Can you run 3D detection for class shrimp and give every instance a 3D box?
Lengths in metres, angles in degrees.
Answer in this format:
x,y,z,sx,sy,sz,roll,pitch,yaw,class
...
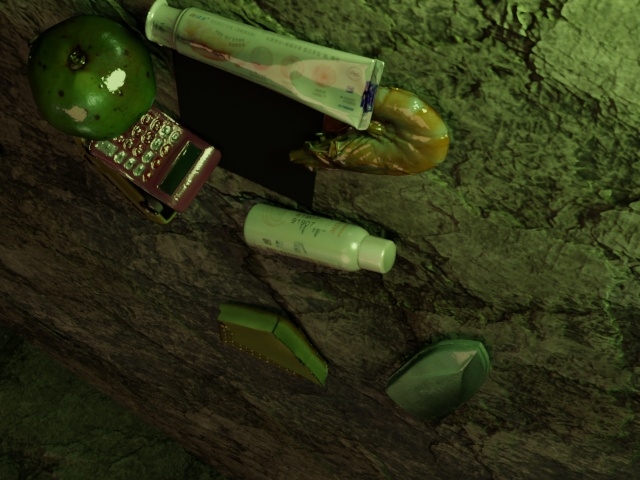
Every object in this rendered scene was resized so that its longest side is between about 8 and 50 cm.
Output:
x,y,z,sx,sy,sz,roll,pitch,yaw,class
0.048,-0.148,1.263,0.287,0.063,0.152,-1,140,40,shrimp

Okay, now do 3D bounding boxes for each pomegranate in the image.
x,y,z,sx,sy,sz,roll,pitch,yaw,class
-0.330,-0.232,1.359,0.187,0.187,0.225,27,174,0,pomegranate

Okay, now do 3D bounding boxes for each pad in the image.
x,y,z,sx,sy,sz,roll,pitch,yaw,class
-0.112,-0.186,1.411,0.248,0.007,0.367,23,154,8,pad

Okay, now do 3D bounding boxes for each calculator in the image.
x,y,z,sx,sy,sz,roll,pitch,yaw,class
-0.270,-0.145,1.498,0.191,0.126,0.034,35,177,-10,calculator

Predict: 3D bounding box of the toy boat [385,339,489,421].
x,y,z,sx,sy,sz,roll,pitch,yaw,class
0.242,0.265,1.812,0.141,0.092,0.319,30,147,-3,toy boat

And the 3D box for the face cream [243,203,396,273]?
x,y,z,sx,sy,sz,roll,pitch,yaw,class
0.000,0.000,1.560,0.269,0.082,0.082,13,151,26,face cream

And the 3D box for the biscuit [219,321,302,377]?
x,y,z,sx,sy,sz,roll,pitch,yaw,class
-0.147,0.272,2.274,0.232,0.016,0.139,24,155,8,biscuit

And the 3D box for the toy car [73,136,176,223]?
x,y,z,sx,sy,sz,roll,pitch,yaw,class
-0.340,-0.141,1.605,0.124,0.101,0.256,14,153,42,toy car

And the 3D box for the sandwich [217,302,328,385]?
x,y,z,sx,sy,sz,roll,pitch,yaw,class
-0.115,0.233,2.128,0.212,0.063,0.245,10,149,39,sandwich

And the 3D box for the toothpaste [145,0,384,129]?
x,y,z,sx,sy,sz,roll,pitch,yaw,class
-0.076,-0.241,1.206,0.323,0.066,0.100,22,122,12,toothpaste

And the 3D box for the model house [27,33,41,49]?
x,y,z,sx,sy,sz,roll,pitch,yaw,class
-0.430,-0.287,1.474,0.058,0.057,0.083,-6,140,42,model house
